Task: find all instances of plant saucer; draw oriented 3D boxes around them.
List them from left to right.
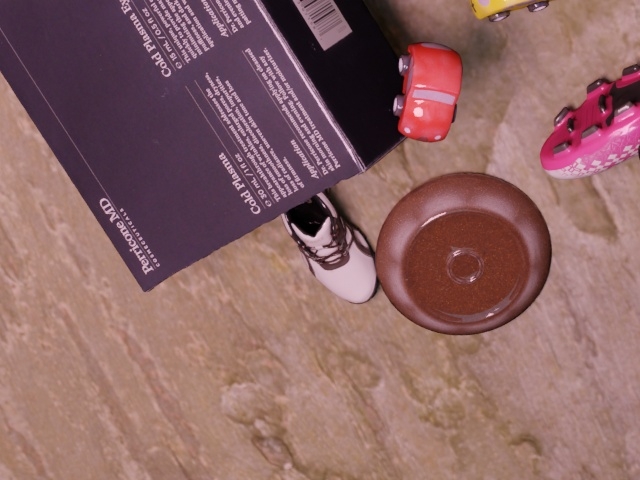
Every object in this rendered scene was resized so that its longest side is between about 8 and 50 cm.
[{"bbox_3d":[0.160,0.024,2.060,0.198,0.036,0.199,0,114,0],"label":"plant saucer"}]

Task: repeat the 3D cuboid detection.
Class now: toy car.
[{"bbox_3d":[0.100,-0.246,1.801,0.225,0.053,0.239,41,77,-3],"label":"toy car"}]

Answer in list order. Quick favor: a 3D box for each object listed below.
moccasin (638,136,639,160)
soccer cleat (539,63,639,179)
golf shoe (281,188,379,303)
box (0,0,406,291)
[{"bbox_3d":[0.434,-0.040,1.887,0.147,0.139,0.380,-36,135,8],"label":"moccasin"},{"bbox_3d":[0.389,-0.136,1.928,0.331,0.116,0.143,-34,113,22],"label":"soccer cleat"},{"bbox_3d":[0.000,0.000,2.050,0.077,0.094,0.198,-26,111,16],"label":"golf shoe"},{"bbox_3d":[-0.122,-0.178,1.867,0.312,0.179,0.343,-27,98,33],"label":"box"}]
